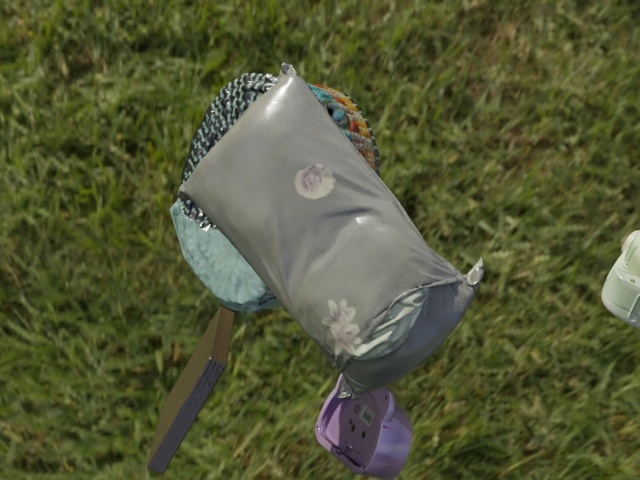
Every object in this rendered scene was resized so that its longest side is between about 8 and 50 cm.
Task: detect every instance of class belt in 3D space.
[{"bbox_3d":[-0.047,-0.047,1.406,0.150,0.207,0.257,7,100,-47],"label":"belt"}]

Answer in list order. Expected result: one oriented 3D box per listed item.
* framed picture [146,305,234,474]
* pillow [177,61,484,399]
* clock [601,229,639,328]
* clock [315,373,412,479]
[{"bbox_3d":[-0.151,0.174,1.520,0.023,0.128,0.168,27,112,-10],"label":"framed picture"},{"bbox_3d":[0.000,0.000,1.038,0.169,0.059,0.255,-44,82,22],"label":"pillow"},{"bbox_3d":[0.408,0.038,1.460,0.152,0.062,0.191,22,39,11],"label":"clock"},{"bbox_3d":[0.058,0.221,1.572,0.050,0.153,0.110,21,93,-27],"label":"clock"}]
